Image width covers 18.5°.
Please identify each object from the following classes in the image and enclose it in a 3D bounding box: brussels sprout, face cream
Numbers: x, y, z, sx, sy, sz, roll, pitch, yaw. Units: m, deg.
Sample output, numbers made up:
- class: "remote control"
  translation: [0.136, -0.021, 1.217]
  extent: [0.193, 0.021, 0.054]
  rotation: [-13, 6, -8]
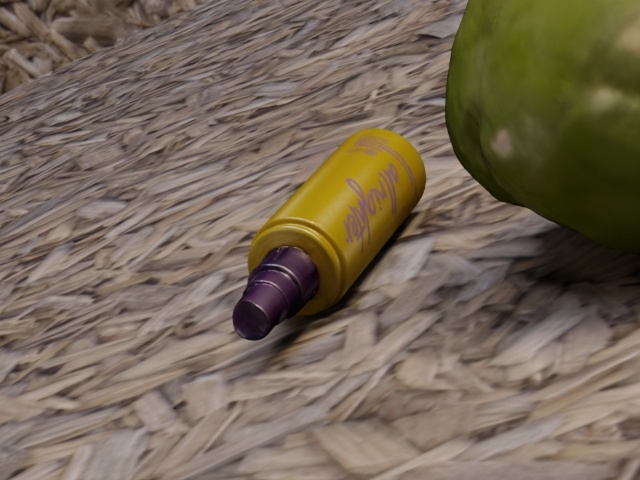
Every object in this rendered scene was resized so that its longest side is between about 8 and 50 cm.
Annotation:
- class: "brussels sprout"
  translation: [0.229, -0.114, 1.248]
  extent: [0.317, 0.242, 0.274]
  rotation: [-15, -7, 12]
- class: "face cream"
  translation: [0.000, 0.000, 1.444]
  extent: [0.078, 0.078, 0.273]
  rotation: [-14, 17, 28]
